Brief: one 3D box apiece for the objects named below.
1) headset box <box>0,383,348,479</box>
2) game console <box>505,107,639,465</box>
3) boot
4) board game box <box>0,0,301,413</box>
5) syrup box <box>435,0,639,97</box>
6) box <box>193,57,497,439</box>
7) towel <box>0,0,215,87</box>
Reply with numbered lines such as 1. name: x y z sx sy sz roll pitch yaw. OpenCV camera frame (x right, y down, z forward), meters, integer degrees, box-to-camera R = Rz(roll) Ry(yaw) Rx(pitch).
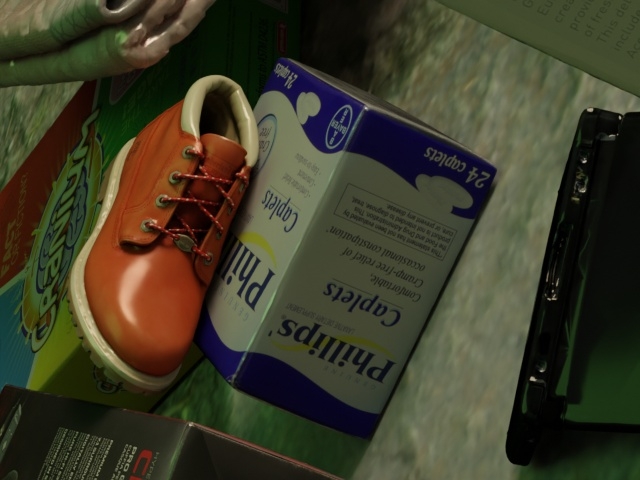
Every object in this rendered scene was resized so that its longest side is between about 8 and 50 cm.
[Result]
1. headset box: -0.090 0.188 0.874 0.293 0.110 0.218 0 69 65
2. game console: 0.115 0.019 0.713 0.107 0.071 0.122 89 -166 -69
3. boot: -0.066 -0.007 0.887 0.084 0.059 0.158 -42 31 37
4. board game box: -0.120 -0.002 1.167 0.316 0.064 0.242 -46 31 39
5. syrup box: 0.092 -0.106 0.590 0.096 0.237 0.093 -58 24 20
6. box: 0.000 0.000 0.900 0.137 0.072 0.126 -65 23 6
7. towel: -0.058 -0.217 1.105 0.332 0.053 0.317 -49 20 -14
